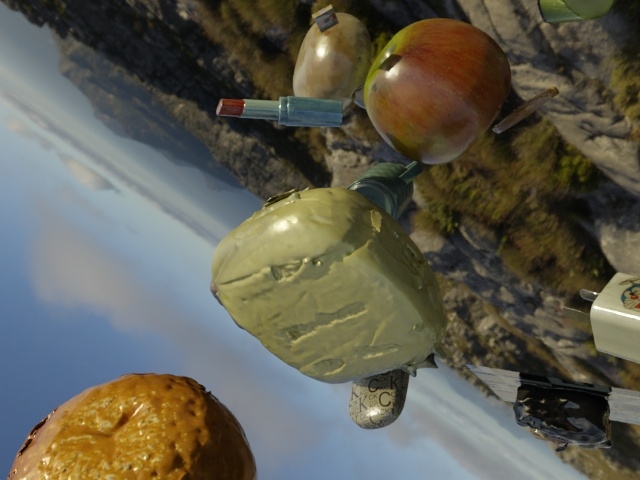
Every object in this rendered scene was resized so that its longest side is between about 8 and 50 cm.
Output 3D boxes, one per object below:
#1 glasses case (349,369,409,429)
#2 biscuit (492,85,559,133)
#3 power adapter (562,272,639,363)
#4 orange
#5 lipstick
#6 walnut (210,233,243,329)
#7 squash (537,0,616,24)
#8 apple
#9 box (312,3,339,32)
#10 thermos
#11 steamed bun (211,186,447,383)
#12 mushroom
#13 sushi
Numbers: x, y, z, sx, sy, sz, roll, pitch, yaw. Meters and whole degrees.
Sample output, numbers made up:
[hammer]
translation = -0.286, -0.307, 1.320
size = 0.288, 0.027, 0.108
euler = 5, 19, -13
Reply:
[glasses case]
translation = 0.161, 0.318, 1.356
size = 0.137, 0.355, 0.085
euler = -20, 121, 30
[biscuit]
translation = 0.532, -0.341, 1.403
size = 0.029, 0.142, 0.220
euler = 53, 157, -2
[power adapter]
translation = 0.559, 0.138, 0.974
size = 0.205, 0.130, 0.125
euler = 14, 136, 50
[orange]
translation = -0.258, 0.367, 0.761
size = 0.340, 0.340, 0.293
euler = 30, 136, 43
[lipstick]
translation = -0.090, -0.286, 1.166
size = 0.274, 0.061, 0.068
euler = 1, 164, -9
[walnut]
translation = -0.129, 0.092, 1.237
size = 0.227, 0.273, 0.273
euler = 24, -178, -37
[squash]
translation = 0.667, -0.682, 1.387
size = 0.220, 0.220, 0.133
euler = 40, 173, -38
[apple]
translation = 0.272, -0.360, 1.274
size = 0.339, 0.339, 0.339
euler = 35, 174, 4
[box]
translation = 0.012, -0.476, 1.139
size = 0.012, 0.046, 0.083
euler = 66, -169, 3
[thermos]
translation = 0.180, -0.139, 1.383
size = 0.145, 0.182, 0.286
euler = 53, -146, -5
[steamed bun]
translation = 0.023, 0.048, 0.660
size = 0.273, 0.232, 0.166
euler = 42, -143, -18
[mushroom]
translation = 0.080, -0.471, 1.490
size = 0.290, 0.292, 0.292
euler = 13, -175, -25
[sushi]
translation = 0.435, 0.330, 0.943
size = 0.296, 0.100, 0.373
euler = 3, 157, 29
